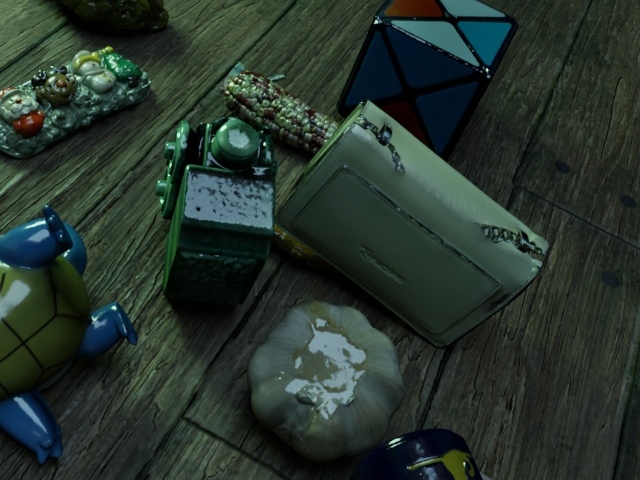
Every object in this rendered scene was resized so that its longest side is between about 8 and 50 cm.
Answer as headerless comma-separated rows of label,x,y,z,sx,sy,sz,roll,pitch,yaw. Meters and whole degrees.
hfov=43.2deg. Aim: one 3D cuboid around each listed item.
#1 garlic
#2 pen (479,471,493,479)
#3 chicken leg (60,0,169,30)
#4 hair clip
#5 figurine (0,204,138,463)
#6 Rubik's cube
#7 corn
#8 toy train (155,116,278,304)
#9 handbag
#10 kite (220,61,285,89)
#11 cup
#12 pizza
garlic,0.008,0.198,1.123,0.228,0.152,0.227,8,57,-13
pen,0.236,0.362,1.148,0.197,0.032,0.053,30,48,4
chicken leg,-0.503,-0.539,1.586,0.429,0.152,0.201,26,34,12
hair clip,-0.432,-0.258,1.390,0.138,0.091,0.321,40,50,11
figurine,-0.398,0.096,1.020,0.243,0.297,0.416,-1,39,24
Rubik's cube,0.208,-0.338,1.589,0.247,0.248,0.250,28,46,4
corn,-0.053,-0.225,1.501,0.281,0.092,0.092,29,47,3
toy train,-0.157,-0.038,1.175,0.167,0.299,0.238,7,63,-13
handbag,0.141,-0.028,1.258,0.359,0.237,0.160,37,49,-7
kite,-0.130,-0.309,1.602,0.153,0.005,0.137,-14,60,-30
cup,0.172,0.396,1.034,0.255,0.178,0.256,35,28,-48
pizza,0.000,0.000,1.356,0.161,0.062,0.182,40,44,23
